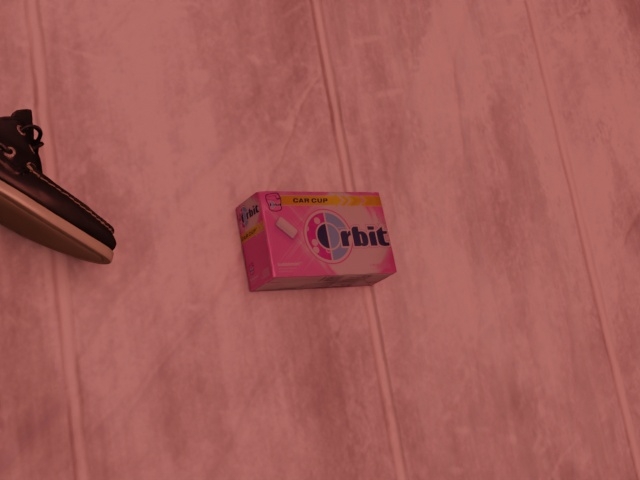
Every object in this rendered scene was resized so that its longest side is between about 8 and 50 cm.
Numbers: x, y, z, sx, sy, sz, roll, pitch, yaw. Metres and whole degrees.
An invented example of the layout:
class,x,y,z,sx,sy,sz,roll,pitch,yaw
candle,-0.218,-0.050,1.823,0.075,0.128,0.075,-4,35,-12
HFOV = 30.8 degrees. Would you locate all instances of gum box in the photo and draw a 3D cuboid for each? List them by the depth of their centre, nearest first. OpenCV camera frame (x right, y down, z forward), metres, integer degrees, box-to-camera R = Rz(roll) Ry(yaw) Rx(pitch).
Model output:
class,x,y,z,sx,sy,sz,roll,pitch,yaw
gum box,0.000,0.000,1.419,0.188,0.062,0.107,-1,72,-33

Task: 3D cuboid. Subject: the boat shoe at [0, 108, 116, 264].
class,x,y,z,sx,sy,sz,roll,pitch,yaw
boat shoe,-0.345,-0.098,1.201,0.340,0.127,0.113,30,70,-9
